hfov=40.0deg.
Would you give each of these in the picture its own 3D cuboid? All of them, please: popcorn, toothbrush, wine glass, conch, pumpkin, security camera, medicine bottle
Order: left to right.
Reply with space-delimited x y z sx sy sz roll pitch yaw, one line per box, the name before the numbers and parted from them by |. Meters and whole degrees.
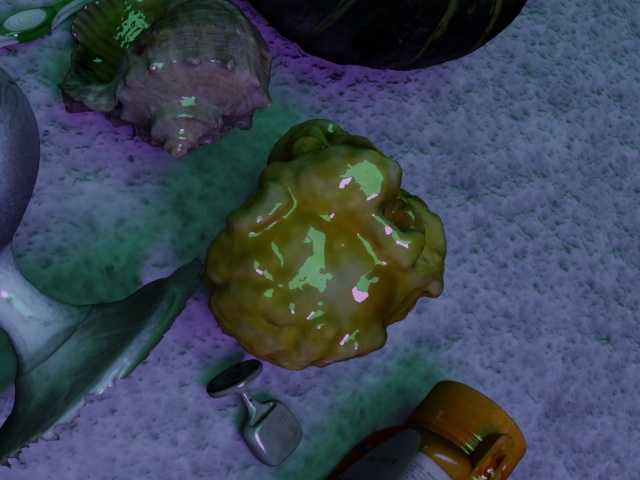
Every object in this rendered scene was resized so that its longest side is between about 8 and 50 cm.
wine glass | -0.271 -0.016 0.621 0.323 0.238 0.238 49 65 -17
toothbrush | -0.250 -0.193 0.770 0.304 0.030 0.030 -41 97 -25
conch | -0.130 -0.164 0.753 0.178 0.163 0.245 3 60 -8
security camera | -0.056 0.156 0.780 0.058 0.058 0.092 -33 105 -26
popcorn | 0.000 0.000 0.747 0.225 0.200 0.203 -16 94 -21
pumpkin | 0.063 -0.310 0.814 0.323 0.241 0.324 8 73 -28
medicine bottle | 0.074 0.234 0.759 0.112 0.149 0.222 48 65 -8
